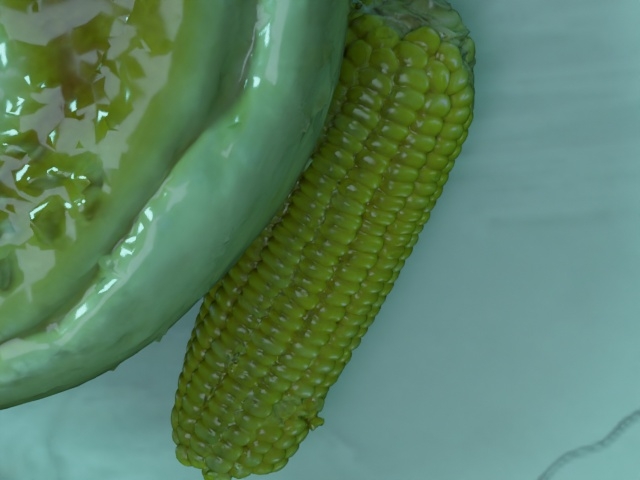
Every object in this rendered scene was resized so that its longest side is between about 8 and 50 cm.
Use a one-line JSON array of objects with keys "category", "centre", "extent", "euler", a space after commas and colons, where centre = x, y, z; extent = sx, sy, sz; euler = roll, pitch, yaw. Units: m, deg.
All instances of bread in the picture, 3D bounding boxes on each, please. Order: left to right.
[{"category": "bread", "centre": [-0.126, -0.094, 0.649], "extent": [0.305, 0.159, 0.306], "euler": [0, 92, 9]}]

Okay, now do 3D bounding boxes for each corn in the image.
[{"category": "corn", "centre": [0.000, 0.000, 0.712], "extent": [0.067, 0.067, 0.206], "euler": [25, 110, 4]}]
